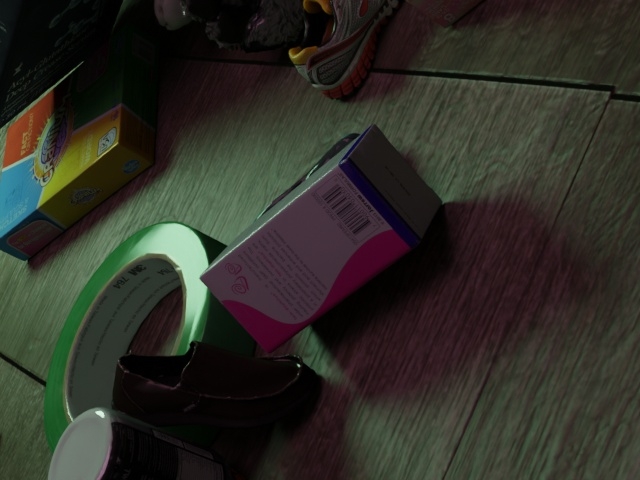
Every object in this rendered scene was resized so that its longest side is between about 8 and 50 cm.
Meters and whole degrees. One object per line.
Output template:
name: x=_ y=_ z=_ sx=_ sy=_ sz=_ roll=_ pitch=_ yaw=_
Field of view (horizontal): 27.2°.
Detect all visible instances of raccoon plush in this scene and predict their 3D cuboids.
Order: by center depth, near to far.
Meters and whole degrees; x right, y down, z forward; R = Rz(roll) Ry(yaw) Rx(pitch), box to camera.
raccoon plush: x=-0.048 y=-0.424 z=1.724 sx=0.446 sy=0.216 sz=0.299 roll=-32 pitch=30 yaw=6

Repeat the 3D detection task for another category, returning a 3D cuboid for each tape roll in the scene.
tape roll: x=-0.206 y=0.137 z=1.577 sx=0.321 sy=0.077 sz=0.321 roll=-30 pitch=46 yaw=36

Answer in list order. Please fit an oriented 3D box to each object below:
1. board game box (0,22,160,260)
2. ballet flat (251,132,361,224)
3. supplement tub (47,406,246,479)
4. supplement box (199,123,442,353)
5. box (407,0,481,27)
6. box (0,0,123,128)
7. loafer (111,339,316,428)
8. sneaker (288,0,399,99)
board game box: x=-0.366 y=-0.143 z=1.980 sx=0.316 sy=0.064 sz=0.242 roll=-33 pitch=43 yaw=34
ballet flat: x=-0.010 y=-0.032 z=1.456 sx=0.203 sy=0.074 sz=0.074 roll=-45 pitch=38 yaw=18
supplement tub: x=-0.171 y=0.251 z=1.352 sx=0.117 sy=0.190 sz=0.117 roll=-30 pitch=45 yaw=35
supplement box: x=0.000 y=0.000 z=1.349 sx=0.220 sy=0.111 sz=0.114 roll=-37 pitch=8 yaw=28
box: x=0.185 y=-0.386 z=1.389 sx=0.300 sy=0.142 sz=0.154 roll=-36 pitch=42 yaw=32
box: x=-0.427 y=-0.391 z=1.899 sx=0.293 sy=0.212 sz=0.395 roll=-48 pitch=-4 yaw=-36
loafer: x=-0.115 y=0.145 z=1.370 sx=0.220 sy=0.078 sz=0.080 roll=-7 pitch=30 yaw=4
sneaker: x=0.036 y=-0.282 z=1.549 sx=0.088 sy=0.093 sz=0.225 roll=5 pitch=70 yaw=53
